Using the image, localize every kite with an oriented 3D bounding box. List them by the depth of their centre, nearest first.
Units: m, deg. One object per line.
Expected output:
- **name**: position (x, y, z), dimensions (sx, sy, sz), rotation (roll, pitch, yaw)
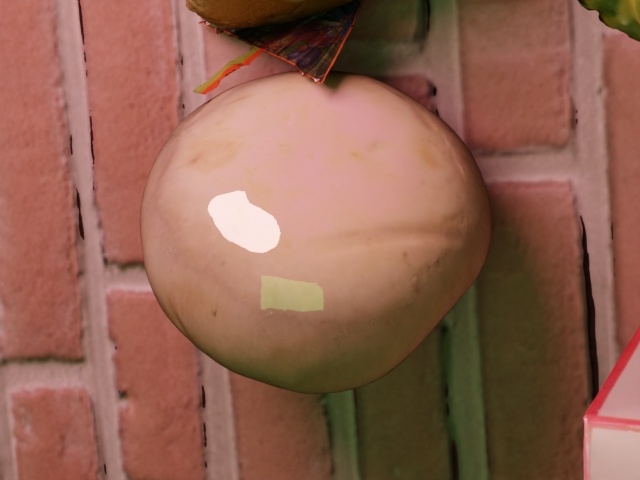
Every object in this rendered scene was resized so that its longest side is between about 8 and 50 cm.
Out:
- **kite**: position (-0.026, -0.145, 1.330), dimensions (0.159, 0.190, 0.010), rotation (-30, 120, -17)

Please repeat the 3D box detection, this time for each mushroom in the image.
- **mushroom**: position (0.000, 0.000, 1.312), dimensions (0.246, 0.246, 0.202), rotation (8, 148, 18)

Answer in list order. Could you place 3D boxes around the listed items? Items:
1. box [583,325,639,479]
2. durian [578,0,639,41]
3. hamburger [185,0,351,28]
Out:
- **box**: position (0.342, 0.207, 1.167), dimensions (0.312, 0.314, 0.300), rotation (3, 106, 19)
- **durian**: position (0.316, -0.164, 1.158), dimensions (0.339, 0.204, 0.256), rotation (-1, 141, 20)
- **hamburger**: position (-0.003, -0.264, 1.247), dimensions (0.288, 0.192, 0.168), rotation (-18, 72, 22)
